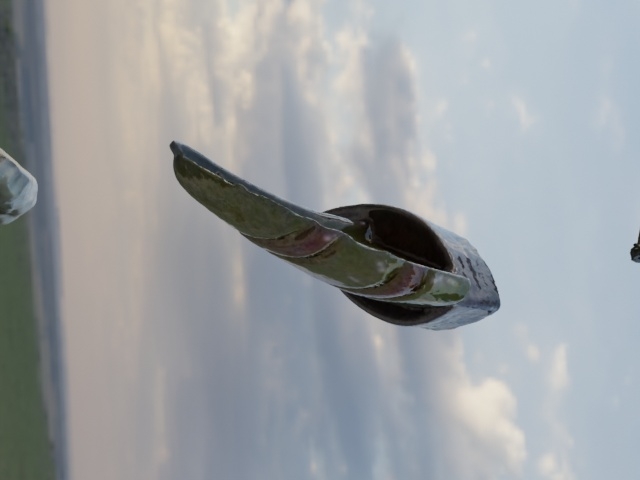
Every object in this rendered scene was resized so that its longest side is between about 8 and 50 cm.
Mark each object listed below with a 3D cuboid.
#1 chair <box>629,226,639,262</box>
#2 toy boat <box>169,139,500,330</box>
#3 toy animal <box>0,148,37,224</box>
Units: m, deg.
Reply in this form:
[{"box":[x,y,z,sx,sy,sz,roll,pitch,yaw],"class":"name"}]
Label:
[{"box":[0.606,-0.065,1.822,0.364,0.362,0.410,62,29,-50],"class":"chair"},{"box":[0.030,0.011,1.337,0.276,0.293,0.111,25,-85,37],"class":"toy boat"},{"box":[-0.415,-0.070,1.290,0.188,0.308,0.266,-58,-178,6],"class":"toy animal"}]
